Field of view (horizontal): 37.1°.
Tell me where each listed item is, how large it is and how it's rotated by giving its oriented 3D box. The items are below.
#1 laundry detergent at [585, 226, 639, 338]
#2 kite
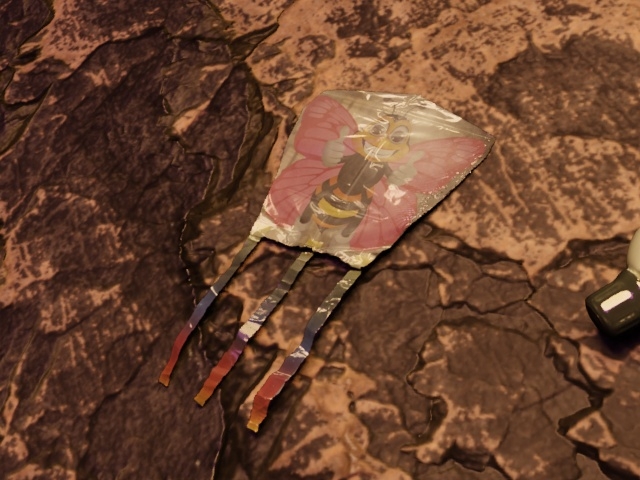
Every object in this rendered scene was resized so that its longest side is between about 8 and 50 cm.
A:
[{"bbox_3d":[0.298,0.002,0.698,0.226,0.070,0.099,-30,57,0],"label":"laundry detergent"},{"bbox_3d":[-0.001,-0.002,0.854,0.204,0.022,0.360,19,66,31],"label":"kite"}]
